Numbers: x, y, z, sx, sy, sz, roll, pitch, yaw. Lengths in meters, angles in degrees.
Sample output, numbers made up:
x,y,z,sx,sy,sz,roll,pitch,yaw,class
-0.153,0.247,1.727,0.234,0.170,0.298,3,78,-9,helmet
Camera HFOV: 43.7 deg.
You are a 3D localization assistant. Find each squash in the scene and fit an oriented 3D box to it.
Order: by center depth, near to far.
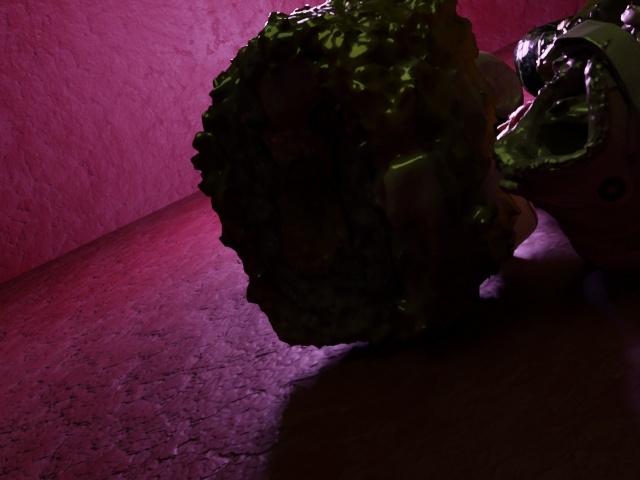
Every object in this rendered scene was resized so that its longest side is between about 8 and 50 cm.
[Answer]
x,y,z,sx,sy,sz,roll,pitch,yaw,class
0.568,-0.421,1.817,0.252,0.165,0.252,-22,15,6,squash

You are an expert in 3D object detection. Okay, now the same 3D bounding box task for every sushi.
x,y,z,sx,sy,sz,roll,pitch,yaw,class
0.049,-0.082,0.926,0.351,0.396,0.240,-3,21,45,sushi

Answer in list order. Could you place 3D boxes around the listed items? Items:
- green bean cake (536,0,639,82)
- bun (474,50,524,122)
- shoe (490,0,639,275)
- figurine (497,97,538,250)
x,y,z,sx,sy,sz,roll,pitch,yaw,class
0.532,-0.333,1.226,0.335,0.218,0.319,-46,3,-42,green bean cake
0.264,-0.322,1.791,0.364,0.202,0.364,-17,1,0,bun
0.325,-0.149,0.794,0.351,0.198,0.172,-63,28,1,shoe
0.291,-0.103,1.093,0.257,0.181,0.208,-34,-24,-43,figurine
